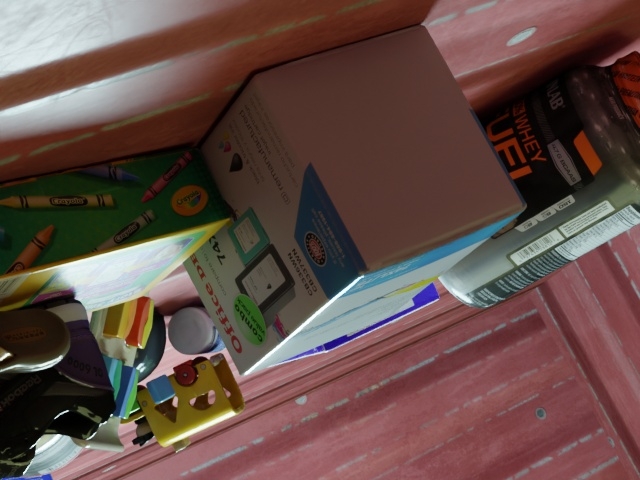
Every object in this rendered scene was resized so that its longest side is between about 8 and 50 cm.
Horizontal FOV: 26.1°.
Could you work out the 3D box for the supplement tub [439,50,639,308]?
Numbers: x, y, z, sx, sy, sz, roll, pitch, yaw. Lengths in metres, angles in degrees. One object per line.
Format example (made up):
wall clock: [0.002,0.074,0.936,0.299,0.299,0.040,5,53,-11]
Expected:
supplement tub: [0.285,-0.077,1.705,0.338,0.207,0.207,-32,168,21]

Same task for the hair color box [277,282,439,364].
hair color box: [0.011,0.091,1.949,0.185,0.110,0.339,-23,177,-21]

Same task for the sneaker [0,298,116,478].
sneaker: [-0.289,0.140,1.116,0.283,0.124,0.107,-16,165,-38]

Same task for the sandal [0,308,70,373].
sandal: [-0.263,0.078,1.058,0.180,0.072,0.049,-14,147,-48]

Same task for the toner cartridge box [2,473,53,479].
toner cartridge box: [-0.466,0.311,1.803,0.075,0.165,0.348,-28,169,10]

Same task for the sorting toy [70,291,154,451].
sorting toy: [-0.211,0.115,1.438,0.038,0.208,0.193,6,170,6]

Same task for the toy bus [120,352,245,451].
toy bus: [-0.204,0.233,1.882,0.191,0.104,0.202,-24,178,-35]

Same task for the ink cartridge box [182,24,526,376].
ink cartridge box: [0.009,-0.031,1.282,0.197,0.198,0.270,-21,167,-33]

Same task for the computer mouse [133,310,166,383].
computer mouse: [-0.290,0.181,1.869,0.188,0.072,0.272,-15,164,-44]

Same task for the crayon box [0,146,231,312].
crayon box: [-0.234,0.011,1.194,0.278,0.081,0.165,-16,164,-44]

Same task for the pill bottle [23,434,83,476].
pill bottle: [-0.324,0.157,1.444,0.161,0.161,0.283,-26,168,-10]

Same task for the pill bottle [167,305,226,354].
pill bottle: [-0.160,0.125,1.935,0.067,0.067,0.120,-31,168,17]
